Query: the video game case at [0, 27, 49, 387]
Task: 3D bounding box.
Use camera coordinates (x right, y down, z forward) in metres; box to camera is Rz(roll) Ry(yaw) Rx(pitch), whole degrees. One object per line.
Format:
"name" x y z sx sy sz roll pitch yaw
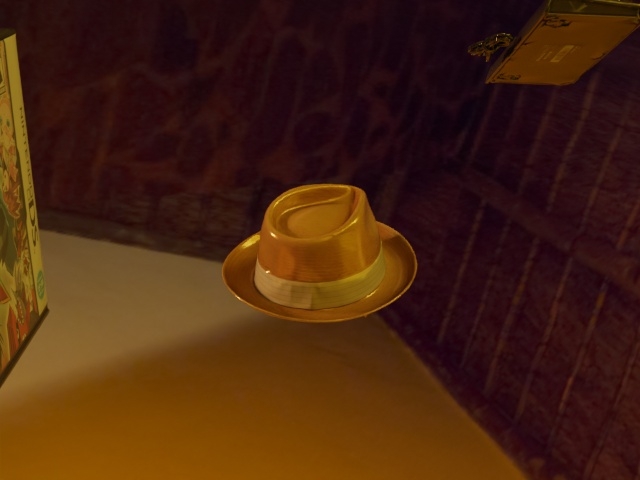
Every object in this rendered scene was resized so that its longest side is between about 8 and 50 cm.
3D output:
"video game case" -0.253 -0.009 0.705 0.035 0.275 0.248 -1 -71 0

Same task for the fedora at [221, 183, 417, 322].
"fedora" 0.000 0.000 0.940 0.194 0.194 0.079 15 -56 22

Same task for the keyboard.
"keyboard" 0.177 -0.159 0.799 0.108 0.180 0.023 1 -98 -4
